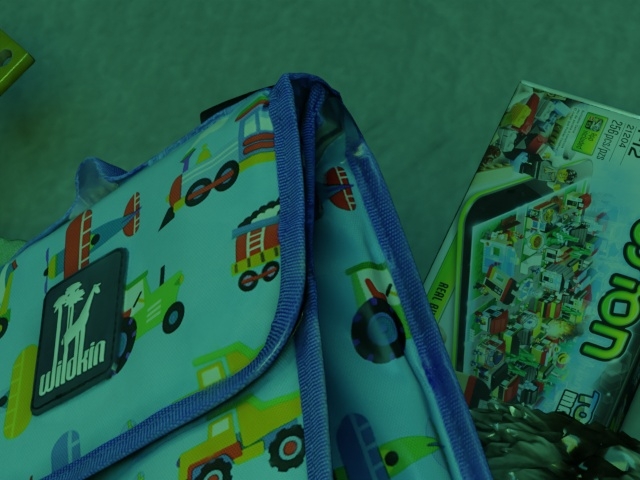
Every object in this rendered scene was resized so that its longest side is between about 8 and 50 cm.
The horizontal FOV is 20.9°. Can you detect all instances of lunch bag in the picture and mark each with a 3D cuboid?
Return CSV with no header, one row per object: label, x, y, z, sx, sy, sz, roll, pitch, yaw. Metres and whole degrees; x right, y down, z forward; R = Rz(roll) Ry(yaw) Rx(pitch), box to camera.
lunch bag,-0.055,0.088,0.663,0.221,0.138,0.293,-34,51,28

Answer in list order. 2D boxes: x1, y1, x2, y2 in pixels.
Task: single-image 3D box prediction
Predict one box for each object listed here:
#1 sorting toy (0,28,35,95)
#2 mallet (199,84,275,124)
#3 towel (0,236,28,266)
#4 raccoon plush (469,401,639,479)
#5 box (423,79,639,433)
sorting toy,-0.270,-0.081,0.967,0.274,0.046,0.132,12,68,31
mallet,0.000,0.000,0.901,0.062,0.039,0.190,-26,69,-4
towel,-0.307,0.052,0.840,0.325,0.038,0.248,8,33,26
raccoon plush,0.256,0.033,0.703,0.446,0.216,0.299,19,65,-1
box,0.112,0.027,0.856,0.114,0.036,0.207,19,68,20
